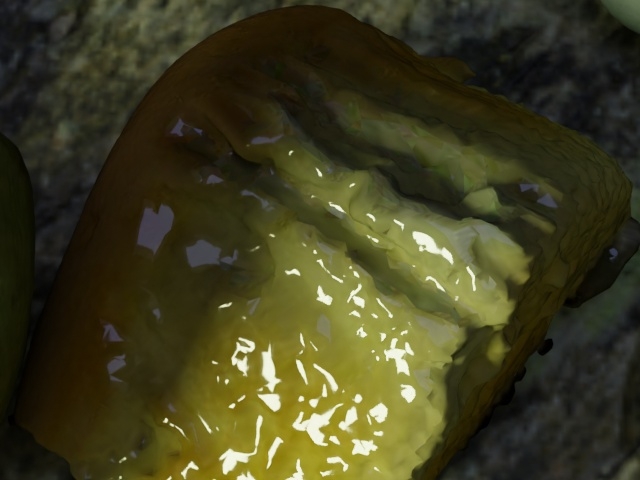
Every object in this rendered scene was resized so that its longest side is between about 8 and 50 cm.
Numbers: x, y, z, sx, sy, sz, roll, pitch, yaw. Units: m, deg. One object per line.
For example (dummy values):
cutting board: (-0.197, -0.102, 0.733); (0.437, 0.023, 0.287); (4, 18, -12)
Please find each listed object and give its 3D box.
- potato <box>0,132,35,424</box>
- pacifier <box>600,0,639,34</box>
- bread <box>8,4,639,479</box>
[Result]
potato: (-0.237, 0.082, 0.476); (0.330, 0.280, 0.213); (-10, 81, -21)
pacifier: (0.199, -0.200, 0.669); (0.244, 0.299, 0.233); (41, 111, 22)
bread: (0.000, 0.000, 0.601); (0.204, 0.163, 0.262); (27, 57, 19)
